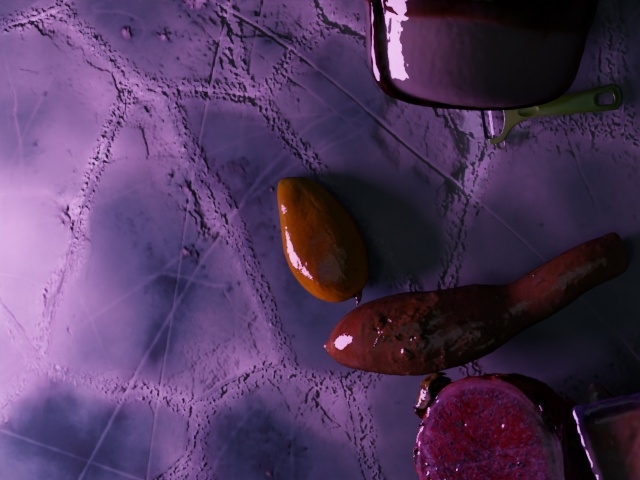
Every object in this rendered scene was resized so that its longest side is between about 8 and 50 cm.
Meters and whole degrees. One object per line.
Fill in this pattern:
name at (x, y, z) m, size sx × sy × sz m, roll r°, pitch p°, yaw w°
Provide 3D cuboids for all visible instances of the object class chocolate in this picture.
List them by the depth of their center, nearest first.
chocolate at (0.177, -0.242, 1.395) m, size 0.283 × 0.283 × 0.186 m, roll 4°, pitch 116°, yaw 18°

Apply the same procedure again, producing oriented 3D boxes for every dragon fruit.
dragon fruit at (0.228, 0.267, 1.493) m, size 0.282 × 0.147 × 0.211 m, roll 49°, pitch 114°, yaw 20°

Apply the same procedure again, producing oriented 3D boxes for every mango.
mango at (0.000, 0.000, 1.585) m, size 0.101 × 0.066 × 0.187 m, roll -28°, pitch 81°, yaw 20°

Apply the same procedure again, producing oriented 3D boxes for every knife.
knife at (0.269, -0.153, 1.486) m, size 0.166 × 0.022 × 0.078 m, roll -7°, pitch 102°, yaw 21°

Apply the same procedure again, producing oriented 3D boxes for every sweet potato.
sweet potato at (0.184, 0.091, 1.516) m, size 0.385 × 0.109 × 0.109 m, roll -17°, pitch 93°, yaw 15°

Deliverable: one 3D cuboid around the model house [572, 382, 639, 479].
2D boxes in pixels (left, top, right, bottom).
model house at (0.442, 0.199, 1.390) m, size 0.280 × 0.245 × 0.312 m, roll 26°, pitch 85°, yaw 37°
